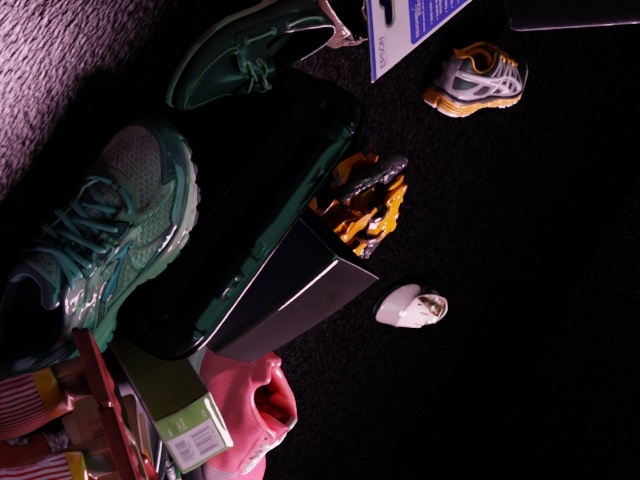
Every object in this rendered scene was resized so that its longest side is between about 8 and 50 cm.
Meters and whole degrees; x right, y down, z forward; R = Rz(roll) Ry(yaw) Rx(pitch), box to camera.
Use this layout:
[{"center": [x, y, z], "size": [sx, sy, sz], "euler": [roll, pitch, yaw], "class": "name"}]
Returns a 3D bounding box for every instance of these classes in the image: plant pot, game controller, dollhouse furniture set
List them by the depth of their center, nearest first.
[{"center": [-0.261, 0.222, 1.621], "size": [0.201, 0.152, 0.374], "euler": [-19, 162, -4], "class": "dollhouse furniture set"}, {"center": [-0.095, -0.035, 1.681], "size": [0.319, 0.166, 0.067], "euler": [-53, 130, -11], "class": "game controller"}, {"center": [-0.079, 0.022, 1.827], "size": [0.167, 0.188, 0.187], "euler": [-45, 164, 5], "class": "plant pot"}]

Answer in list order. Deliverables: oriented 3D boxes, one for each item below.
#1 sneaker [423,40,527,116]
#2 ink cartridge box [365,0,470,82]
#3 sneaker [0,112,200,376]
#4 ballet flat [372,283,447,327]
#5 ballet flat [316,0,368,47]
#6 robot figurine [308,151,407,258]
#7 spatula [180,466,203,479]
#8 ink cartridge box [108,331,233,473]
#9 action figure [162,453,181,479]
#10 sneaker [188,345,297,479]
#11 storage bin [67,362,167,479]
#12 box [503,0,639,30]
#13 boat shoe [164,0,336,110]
[{"center": [0.219, -0.224, 2.300], "size": [0.215, 0.084, 0.083], "euler": [-29, 144, -54], "class": "sneaker"}, {"center": [0.136, -0.332, 1.824], "size": [0.371, 0.069, 0.175], "euler": [-44, 142, -37], "class": "ink cartridge box"}, {"center": [-0.209, 0.015, 1.564], "size": [0.283, 0.110, 0.122], "euler": [-61, 159, 18], "class": "sneaker"}, {"center": [0.151, 0.106, 2.757], "size": [0.072, 0.068, 0.213], "euler": [-59, 162, 14], "class": "ballet flat"}, {"center": [0.020, -0.259, 1.738], "size": [0.084, 0.058, 0.250], "euler": [-48, 162, -15], "class": "ballet flat"}, {"center": [0.000, 0.000, 2.127], "size": [0.291, 0.085, 0.211], "euler": [-42, 159, -35], "class": "robot figurine"}, {"center": [-0.154, 0.189, 1.836], "size": [0.030, 0.296, 0.084], "euler": [-23, 165, 28], "class": "spatula"}, {"center": [-0.167, 0.117, 1.725], "size": [0.062, 0.209, 0.109], "euler": [-29, 144, -8], "class": "ink cartridge box"}, {"center": [-0.177, 0.271, 2.216], "size": [0.137, 0.063, 0.232], "euler": [-44, 156, -23], "class": "action figure"}, {"center": [-0.091, 0.225, 2.105], "size": [0.116, 0.136, 0.313], "euler": [-54, 151, -34], "class": "sneaker"}, {"center": [-0.227, 0.198, 1.882], "size": [0.091, 0.098, 0.135], "euler": [2, 99, -57], "class": "storage bin"}, {"center": [0.268, -0.401, 1.634], "size": [0.294, 0.183, 0.296], "euler": [-61, 141, -45], "class": "box"}, {"center": [-0.063, -0.176, 1.658], "size": [0.206, 0.065, 0.075], "euler": [-40, 159, -38], "class": "boat shoe"}]
